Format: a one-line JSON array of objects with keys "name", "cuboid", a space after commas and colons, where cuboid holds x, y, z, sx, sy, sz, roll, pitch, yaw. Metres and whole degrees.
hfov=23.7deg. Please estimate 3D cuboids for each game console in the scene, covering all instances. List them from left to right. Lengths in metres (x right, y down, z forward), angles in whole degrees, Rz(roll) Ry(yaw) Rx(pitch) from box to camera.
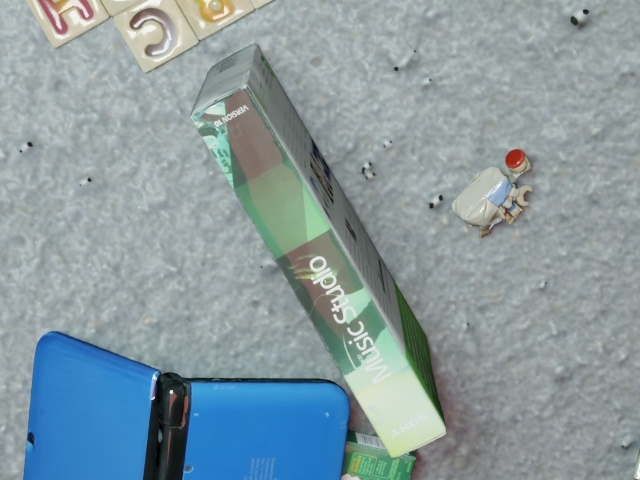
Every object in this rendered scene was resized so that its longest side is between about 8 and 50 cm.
[{"name": "game console", "cuboid": [-0.131, 0.242, 1.390, 0.250, 0.173, 0.293, 2, 104, -22]}]

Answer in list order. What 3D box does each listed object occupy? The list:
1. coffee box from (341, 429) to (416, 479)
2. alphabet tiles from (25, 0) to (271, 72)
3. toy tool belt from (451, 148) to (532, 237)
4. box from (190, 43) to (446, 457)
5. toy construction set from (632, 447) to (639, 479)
[{"name": "coffee box", "cuboid": [-0.013, 0.224, 1.421, 0.184, 0.040, 0.113, 13, 104, -7]}, {"name": "alphabet tiles", "cuboid": [-0.163, -0.332, 1.300, 0.285, 0.011, 0.342, -29, 103, 2]}, {"name": "toy tool belt", "cuboid": [0.163, -0.041, 1.377, 0.083, 0.052, 0.051, -44, 133, 9]}, {"name": "box", "cuboid": [0.000, 0.000, 1.274, 0.058, 0.232, 0.322, -30, 103, 7]}, {"name": "toy construction set", "cuboid": [0.453, 0.182, 1.392, 0.327, 0.151, 0.215, 10, 77, -14]}]
